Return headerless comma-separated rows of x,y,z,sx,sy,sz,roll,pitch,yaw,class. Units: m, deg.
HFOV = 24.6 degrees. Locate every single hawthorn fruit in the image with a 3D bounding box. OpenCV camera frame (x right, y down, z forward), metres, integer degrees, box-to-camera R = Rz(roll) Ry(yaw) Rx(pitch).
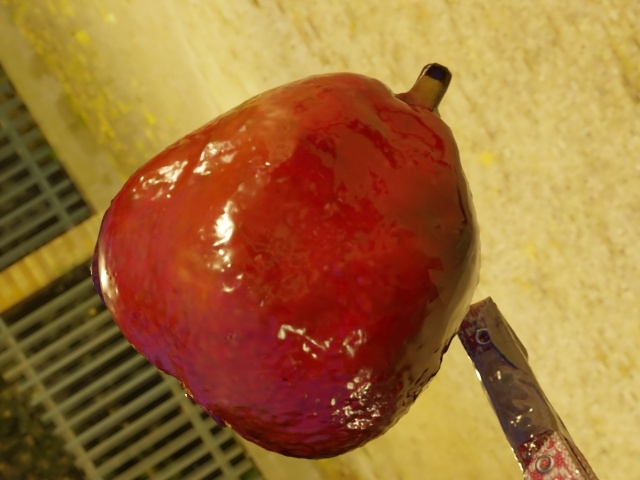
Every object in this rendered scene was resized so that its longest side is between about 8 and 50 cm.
0.000,0.000,1.077,0.265,0.307,0.265,38,177,2,hawthorn fruit

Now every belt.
0.177,0.147,1.264,0.071,0.053,0.232,39,-161,-44,belt
